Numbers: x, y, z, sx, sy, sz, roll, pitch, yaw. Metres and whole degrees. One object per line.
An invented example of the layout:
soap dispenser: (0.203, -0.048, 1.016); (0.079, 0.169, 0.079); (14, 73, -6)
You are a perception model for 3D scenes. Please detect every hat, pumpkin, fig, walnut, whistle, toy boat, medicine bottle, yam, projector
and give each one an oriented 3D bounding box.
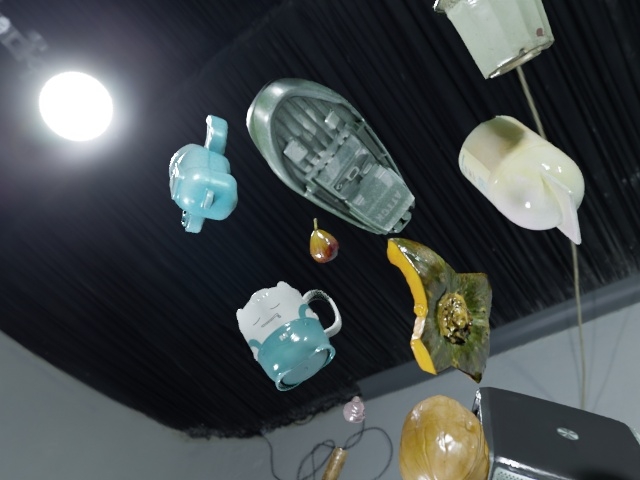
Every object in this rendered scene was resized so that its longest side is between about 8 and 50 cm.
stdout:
hat: (0.068, 0.383, 1.162); (0.087, 0.042, 0.058); (167, 111, -75)
pumpkin: (0.257, 0.151, 1.072); (0.095, 0.290, 0.258); (-17, 61, 50)
fig: (0.000, 0.000, 1.497); (0.089, 0.125, 0.089); (-25, 21, 10)
walnut: (0.228, 0.387, 0.956); (0.167, 0.167, 0.207); (-27, 13, 25)
whistle: (-0.190, -0.097, 0.801); (0.186, 0.093, 0.274); (-71, 24, 15)
toy boat: (0.021, -0.058, 0.424); (0.085, 0.260, 0.078); (40, 95, 28)
medicine bottle: (0.607, -0.173, 1.504); (0.236, 0.236, 0.406); (-36, 42, 8)
yam: (-0.013, 0.679, 1.294); (0.326, 0.045, 0.045); (-60, 10, -30)
projector: (0.551, 0.562, 1.224); (0.405, 0.242, 0.395); (13, 13, 12)

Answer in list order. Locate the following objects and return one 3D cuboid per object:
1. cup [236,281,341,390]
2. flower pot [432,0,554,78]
cup: (-0.077, 0.272, 1.565); (0.290, 0.219, 0.257); (-33, 54, -7)
flower pot: (0.477, -0.590, 1.363); (0.290, 0.259, 0.290); (-26, -1, -1)
